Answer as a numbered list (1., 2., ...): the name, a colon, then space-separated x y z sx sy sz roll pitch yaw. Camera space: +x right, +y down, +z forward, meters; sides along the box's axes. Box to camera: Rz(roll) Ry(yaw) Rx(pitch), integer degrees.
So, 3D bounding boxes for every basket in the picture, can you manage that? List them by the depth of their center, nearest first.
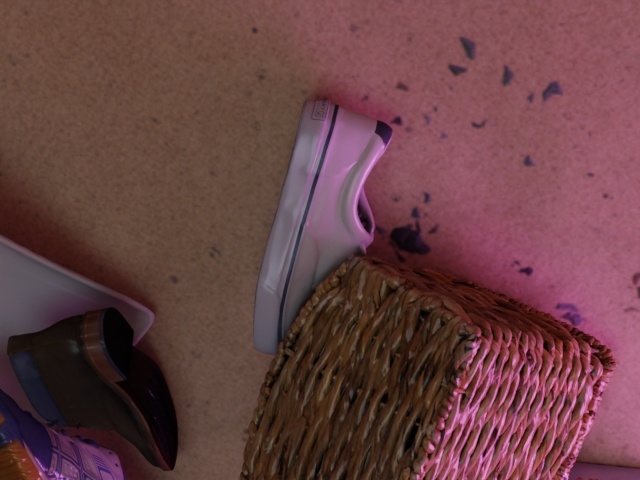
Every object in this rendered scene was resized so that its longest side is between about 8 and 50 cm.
1. basket: 0.082 0.178 1.661 0.213 0.223 0.299 30 103 41

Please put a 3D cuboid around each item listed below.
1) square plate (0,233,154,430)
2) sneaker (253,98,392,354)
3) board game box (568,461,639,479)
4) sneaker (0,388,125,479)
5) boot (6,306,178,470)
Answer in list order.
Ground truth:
1. square plate: -0.394 0.106 1.749 0.344 0.049 0.347 31 113 -28
2. sneaker: 0.000 0.000 1.646 0.091 0.094 0.258 15 122 0
3. board game box: 0.164 0.354 1.790 0.319 0.066 0.318 5 116 12
4. sneaker: -0.264 0.229 1.783 0.112 0.131 0.296 -18 115 35
5. boot: -0.212 0.147 1.760 0.106 0.082 0.219 -9 133 15
